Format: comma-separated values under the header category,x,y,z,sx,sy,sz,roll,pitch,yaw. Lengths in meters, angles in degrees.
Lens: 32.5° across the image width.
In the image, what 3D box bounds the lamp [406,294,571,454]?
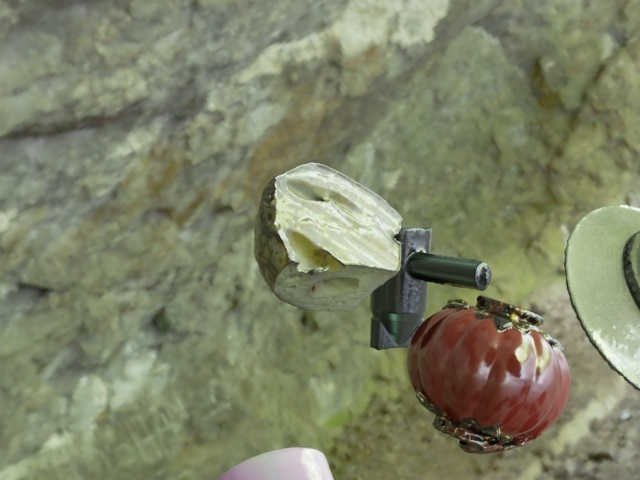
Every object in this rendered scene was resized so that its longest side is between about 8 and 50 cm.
category,x,y,z,sx,sy,sz,roll,pitch,yaw
lamp,0.224,0.185,1.489,0.227,0.227,0.227,-29,-2,-1

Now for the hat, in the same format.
category,x,y,z,sx,sy,sz,roll,pitch,yaw
hat,0.391,0.039,1.131,0.257,0.257,0.130,-28,-14,-40

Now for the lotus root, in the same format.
category,x,y,z,sx,sy,sz,roll,pitch,yaw
lotus root,-0.004,0.004,1.727,0.142,0.210,0.314,-27,-35,34

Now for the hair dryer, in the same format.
category,x,y,z,sx,sy,sz,roll,pitch,yaw
hair dryer,0.205,0.100,2.051,0.116,0.244,0.302,-2,6,-33

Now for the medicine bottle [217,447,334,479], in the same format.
category,x,y,z,sx,sy,sz,roll,pitch,yaw
medicine bottle,-0.040,0.523,1.759,0.212,0.325,0.212,-15,-33,-10
